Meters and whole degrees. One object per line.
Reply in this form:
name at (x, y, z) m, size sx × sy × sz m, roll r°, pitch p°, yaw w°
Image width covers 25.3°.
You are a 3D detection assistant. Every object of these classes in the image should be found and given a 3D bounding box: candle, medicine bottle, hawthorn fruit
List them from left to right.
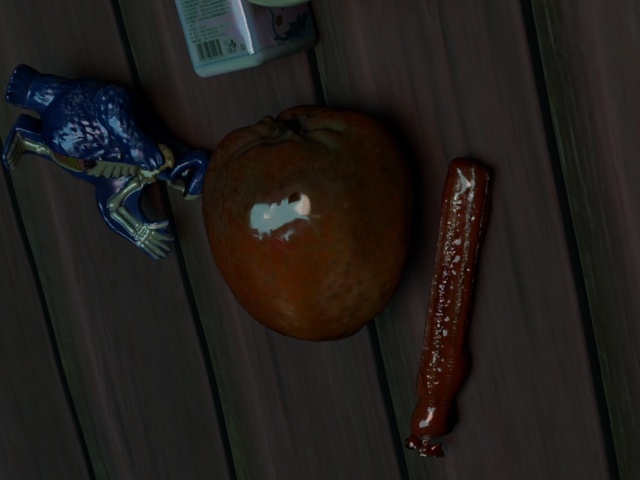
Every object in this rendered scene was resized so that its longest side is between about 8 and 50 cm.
medicine bottle at (-0.085, -0.266, 1.409) m, size 0.094 × 0.119 × 0.188 m, roll -8°, pitch 102°, yaw 36°
hawthorn fruit at (0.000, 0.000, 1.408) m, size 0.210 × 0.210 × 0.262 m, roll 5°, pitch 127°, yaw 35°
candle at (0.130, 0.072, 1.428) m, size 0.051 × 0.048 × 0.329 m, roll 3°, pitch 115°, yaw -8°

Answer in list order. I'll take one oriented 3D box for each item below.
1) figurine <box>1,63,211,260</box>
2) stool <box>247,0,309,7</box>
figurine at (-0.226, -0.108, 1.585) m, size 0.262 × 0.121 × 0.164 m, roll 30°, pitch 131°, yaw 3°
stool at (0.000, -0.321, 1.280) m, size 0.195 × 0.198 × 0.195 m, roll 9°, pitch 113°, yaw 31°
